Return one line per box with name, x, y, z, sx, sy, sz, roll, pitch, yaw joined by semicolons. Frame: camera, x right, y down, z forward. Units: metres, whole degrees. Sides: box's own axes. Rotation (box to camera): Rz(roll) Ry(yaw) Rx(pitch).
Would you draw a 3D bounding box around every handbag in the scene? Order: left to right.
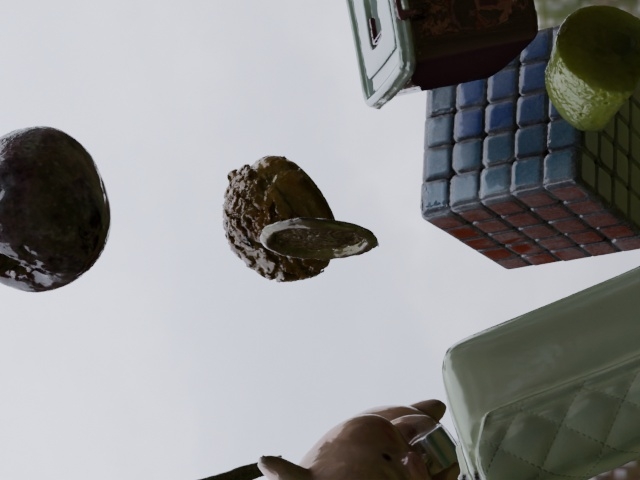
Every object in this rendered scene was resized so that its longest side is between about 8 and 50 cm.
handbag;0.216;0.119;1.117;0.219;0.256;0.079;-103;-12;-55

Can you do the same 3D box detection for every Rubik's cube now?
Rubik's cube;0.286;-0.117;2.070;0.238;0.237;0.237;32;-126;-49

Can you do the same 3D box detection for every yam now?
yam;-0.112;0.334;2.240;0.027;0.129;0.033;105;147;-60

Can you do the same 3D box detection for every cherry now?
cherry;-0.326;-0.039;1.818;0.195;0.195;0.195;6;-97;-63

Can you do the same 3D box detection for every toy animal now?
toy animal;0.073;0.294;1.897;0.195;0.213;0.256;60;-172;9

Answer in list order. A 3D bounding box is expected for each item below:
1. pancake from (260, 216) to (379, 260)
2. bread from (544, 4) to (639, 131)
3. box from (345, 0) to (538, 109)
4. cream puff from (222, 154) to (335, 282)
pancake;0.000;-0.001;1.447;0.115;0.115;0.011;30;-123;-59
bread;0.321;-0.204;1.870;0.129;0.111;0.114;-57;-10;-33
box;0.133;-0.269;1.832;0.294;0.167;0.193;142;120;-82
cream puff;-0.055;-0.019;1.914;0.115;0.150;0.165;-38;-83;-25
